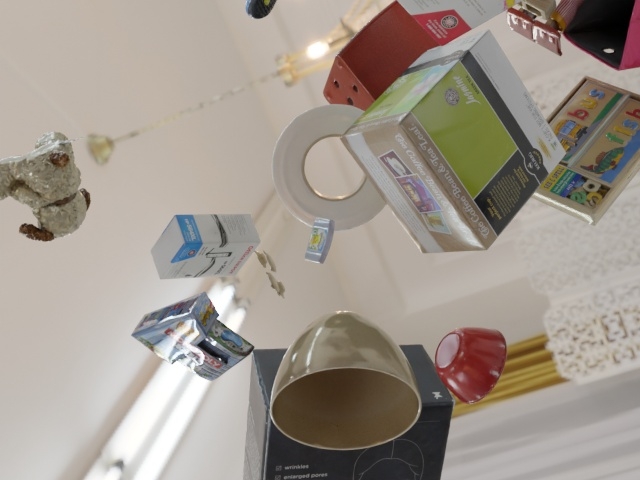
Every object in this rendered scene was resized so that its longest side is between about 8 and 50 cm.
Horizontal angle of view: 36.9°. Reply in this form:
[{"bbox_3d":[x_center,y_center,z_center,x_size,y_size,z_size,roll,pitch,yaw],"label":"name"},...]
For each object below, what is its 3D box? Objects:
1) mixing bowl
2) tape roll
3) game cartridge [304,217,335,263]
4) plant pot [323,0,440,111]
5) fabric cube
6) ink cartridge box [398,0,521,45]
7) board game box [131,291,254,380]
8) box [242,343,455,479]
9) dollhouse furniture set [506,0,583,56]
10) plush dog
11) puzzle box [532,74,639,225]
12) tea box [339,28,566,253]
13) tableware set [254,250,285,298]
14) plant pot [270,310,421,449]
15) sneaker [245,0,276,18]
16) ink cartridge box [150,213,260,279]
[{"bbox_3d":[0.321,0.264,2.152,0.098,0.181,0.181,27,-145,-21],"label":"mixing bowl"},{"bbox_3d":[0.032,-0.163,2.160,0.100,0.286,0.286,-96,-16,-84],"label":"tape roll"},{"bbox_3d":[0.000,0.000,1.770,0.017,0.056,0.083,18,-95,-38],"label":"game cartridge"},{"bbox_3d":[0.162,-0.390,2.361,0.267,0.235,0.267,53,156,13],"label":"plant pot"},{"bbox_3d":[0.787,-0.589,2.351,0.254,0.258,0.259,-126,33,-50],"label":"fabric cube"},{"bbox_3d":[0.276,-0.509,1.678,0.226,0.306,0.131,34,-144,-47],"label":"ink cartridge box"},{"bbox_3d":[-0.232,0.181,1.807,0.194,0.194,0.060,38,-130,-11],"label":"board game box"},{"bbox_3d":[0.056,0.548,2.503,0.297,0.479,0.472,-114,28,-61],"label":"box"},{"bbox_3d":[0.529,-0.599,2.183,0.152,0.201,0.374,34,180,20],"label":"dollhouse furniture set"},{"bbox_3d":[-0.641,-0.116,2.316,0.262,0.210,0.226,-41,-52,-42],"label":"plush dog"},{"bbox_3d":[0.676,-0.238,2.414,0.409,0.272,0.052,-47,-34,-23],"label":"puzzle box"},{"bbox_3d":[0.281,-0.198,2.006,0.323,0.220,0.329,-46,-69,-26],"label":"tea box"},{"bbox_3d":[-0.147,0.097,2.843,0.169,0.020,0.141,65,-171,22],"label":"tableware set"},{"bbox_3d":[0.046,0.250,1.856,0.191,0.284,0.284,-91,-24,-43],"label":"plant pot"},{"bbox_3d":[-0.144,-0.589,2.258,0.069,0.082,0.209,85,-157,-46],"label":"sneaker"},{"bbox_3d":[-0.259,0.014,2.179,0.203,0.148,0.086,-1,-124,-37],"label":"ink cartridge box"}]
